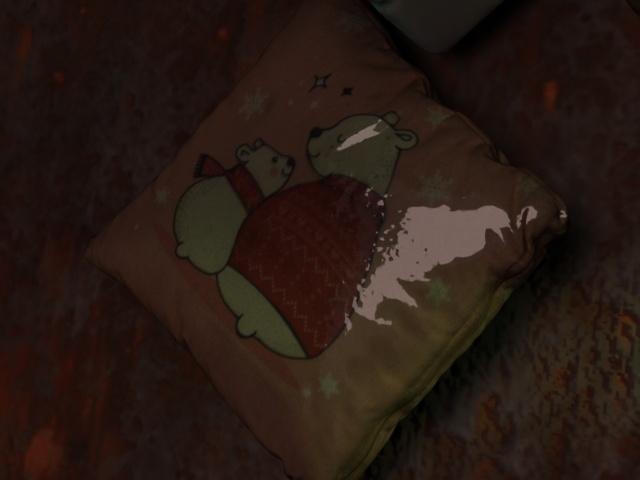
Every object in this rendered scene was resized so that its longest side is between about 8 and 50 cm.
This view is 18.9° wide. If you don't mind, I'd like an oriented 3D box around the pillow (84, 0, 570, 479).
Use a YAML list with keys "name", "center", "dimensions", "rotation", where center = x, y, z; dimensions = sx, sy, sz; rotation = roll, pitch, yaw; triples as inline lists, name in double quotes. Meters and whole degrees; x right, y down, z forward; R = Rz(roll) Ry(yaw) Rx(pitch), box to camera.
- name: "pillow"
  center: [0.000, 0.000, 1.043]
  dimensions: [0.223, 0.084, 0.236]
  rotation: [-47, 58, 11]

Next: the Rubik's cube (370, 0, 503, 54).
- name: "Rubik's cube"
  center: [0.032, -0.344, 0.970]
  dimensions: [0.319, 0.322, 0.316]
  rotation: [-42, 61, 11]

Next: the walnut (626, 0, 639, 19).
- name: "walnut"
  center: [0.243, -0.108, 0.861]
  dimensions: [0.228, 0.228, 0.228]
  rotation: [-7, 74, 26]
